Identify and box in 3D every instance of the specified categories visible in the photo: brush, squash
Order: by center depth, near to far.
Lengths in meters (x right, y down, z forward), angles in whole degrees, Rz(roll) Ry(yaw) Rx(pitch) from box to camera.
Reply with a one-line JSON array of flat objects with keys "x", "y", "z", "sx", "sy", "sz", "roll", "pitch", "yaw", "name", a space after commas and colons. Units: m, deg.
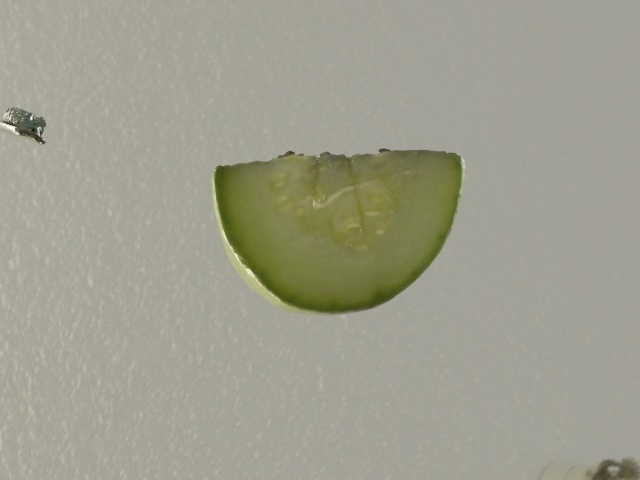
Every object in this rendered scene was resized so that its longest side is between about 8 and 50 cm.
[{"x": 0.000, "y": 0.000, "z": 0.903, "sx": 0.237, "sy": 0.155, "sz": 0.204, "roll": -3, "pitch": -73, "yaw": -17, "name": "squash"}, {"x": -0.315, "y": -0.121, "z": 0.947, "sx": 0.034, "sy": 0.190, "sz": 0.027, "roll": 22, "pitch": -93, "yaw": -34, "name": "brush"}]
